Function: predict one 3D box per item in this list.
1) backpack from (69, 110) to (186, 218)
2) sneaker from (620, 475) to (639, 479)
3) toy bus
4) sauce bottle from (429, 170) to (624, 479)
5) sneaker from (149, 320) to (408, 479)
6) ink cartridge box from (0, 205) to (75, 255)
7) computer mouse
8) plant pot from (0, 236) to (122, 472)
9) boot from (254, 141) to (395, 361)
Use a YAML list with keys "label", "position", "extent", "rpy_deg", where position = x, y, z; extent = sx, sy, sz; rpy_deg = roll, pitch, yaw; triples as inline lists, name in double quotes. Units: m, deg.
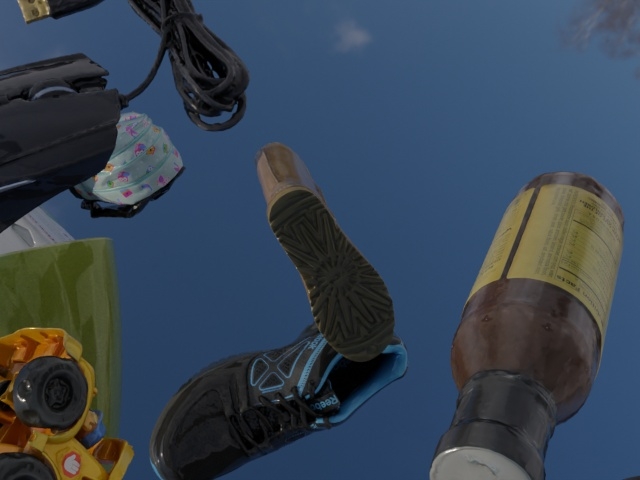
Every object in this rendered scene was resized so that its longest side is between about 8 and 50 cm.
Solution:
- label: "backpack"
  position: [-0.270, -0.107, 1.165]
  extent: [0.152, 0.182, 0.115]
  rpy_deg: [-49, -58, -18]
- label: "sneaker"
  position: [0.431, 0.305, 0.944]
  extent: [0.084, 0.234, 0.097]
  rpy_deg: [62, -165, -47]
- label: "toy bus"
  position: [-0.249, 0.220, 0.800]
  extent: [0.211, 0.149, 0.220]
  rpy_deg: [41, -129, -37]
- label: "sauce bottle"
  position: [0.162, 0.067, 0.658]
  extent: [0.111, 0.111, 0.344]
  rpy_deg: [37, -139, 1]
- label: "sneaker"
  position: [-0.050, 0.189, 1.037]
  extent: [0.340, 0.139, 0.125]
  rpy_deg: [-31, -74, -15]
- label: "ink cartridge box"
  position: [-0.471, 0.007, 1.391]
  extent: [0.154, 0.093, 0.212]
  rpy_deg: [46, 174, -3]
- label: "computer mouse"
  position: [-0.186, -0.096, 0.516]
  extent: [0.261, 0.060, 0.184]
  rpy_deg: [-26, -125, 1]
- label: "plant pot"
  position: [-0.368, 0.172, 1.110]
  extent: [0.274, 0.274, 0.294]
  rpy_deg: [-14, -92, -44]
- label: "boot"
  position: [0.000, 0.000, 1.065]
  extent: [0.269, 0.089, 0.236]
  rpy_deg: [-116, 0, -73]
